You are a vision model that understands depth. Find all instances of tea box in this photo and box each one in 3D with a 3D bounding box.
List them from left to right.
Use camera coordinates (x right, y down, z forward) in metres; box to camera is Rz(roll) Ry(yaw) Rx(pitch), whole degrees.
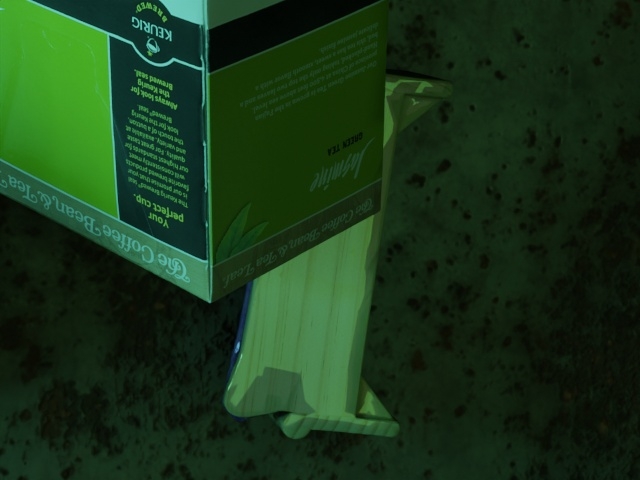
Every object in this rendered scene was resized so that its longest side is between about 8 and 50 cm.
[{"bbox_3d":[-0.134,-0.177,1.512,0.220,0.329,0.324,-28,132,-40],"label":"tea box"}]

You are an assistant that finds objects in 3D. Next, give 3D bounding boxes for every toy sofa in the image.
[{"bbox_3d":[0.000,0.000,1.754,0.177,0.150,0.363,6,98,-14],"label":"toy sofa"}]
